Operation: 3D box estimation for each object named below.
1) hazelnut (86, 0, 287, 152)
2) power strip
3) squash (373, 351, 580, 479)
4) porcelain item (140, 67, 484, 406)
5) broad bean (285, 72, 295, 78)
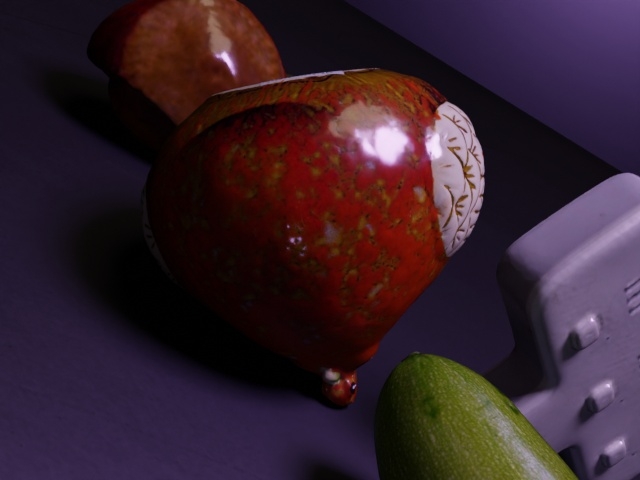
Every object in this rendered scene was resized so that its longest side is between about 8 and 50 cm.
[{"bbox_3d":[-0.113,-0.138,0.926,0.202,0.160,0.170,65,25,-18],"label":"hazelnut"},{"bbox_3d":[0.183,0.097,0.705,0.059,0.193,0.265,48,-12,47],"label":"power strip"},{"bbox_3d":[0.129,0.204,0.461,0.107,0.107,0.395,16,25,-39],"label":"squash"},{"bbox_3d":[0.000,0.000,0.696,0.253,0.253,0.253,28,19,-10],"label":"porcelain item"},{"bbox_3d":[-0.069,-0.198,1.289,0.060,0.043,0.297,42,18,0],"label":"broad bean"}]
